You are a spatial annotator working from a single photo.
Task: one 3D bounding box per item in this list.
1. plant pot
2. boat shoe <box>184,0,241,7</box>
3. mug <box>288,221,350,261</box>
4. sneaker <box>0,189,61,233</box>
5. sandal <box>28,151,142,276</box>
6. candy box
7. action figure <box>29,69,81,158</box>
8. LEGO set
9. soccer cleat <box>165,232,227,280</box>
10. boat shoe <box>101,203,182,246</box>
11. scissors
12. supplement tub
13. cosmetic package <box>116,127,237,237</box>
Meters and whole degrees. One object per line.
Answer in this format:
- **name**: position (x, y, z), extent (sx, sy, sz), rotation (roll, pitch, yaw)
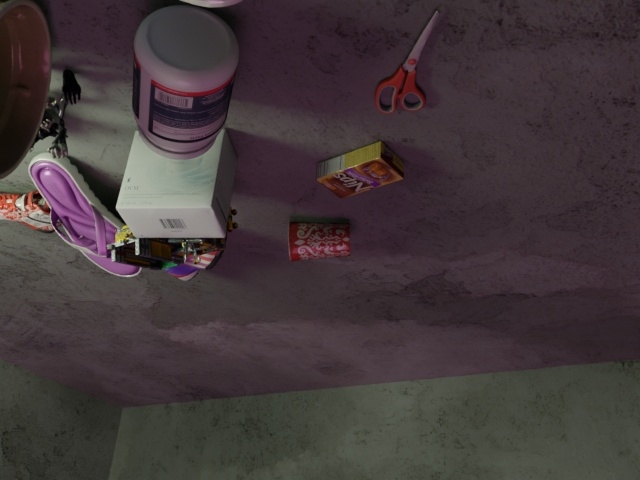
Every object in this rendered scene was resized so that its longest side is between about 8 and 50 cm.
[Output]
- **plant pot**: position (-0.700, -0.307, 1.298), extent (0.306, 0.333, 0.333), rotation (15, 151, -2)
- **boat shoe**: position (-0.208, -0.425, 1.151), extent (0.184, 0.066, 0.063), rotation (14, 153, 2)
- **mug**: position (-0.001, -0.008, 2.029), extent (0.169, 0.150, 0.113), rotation (-2, 115, 3)
- **sneaker**: position (-0.829, -0.103, 1.958), extent (0.270, 0.090, 0.145), rotation (17, 148, -29)
- **sandal**: position (-0.630, -0.039, 1.890), extent (0.169, 0.102, 0.416), rotation (-18, 122, 25)
- **candy box**: position (0.096, -0.167, 1.744), extent (0.187, 0.053, 0.109), rotation (-15, 147, 34)
- **action figure**: position (-0.624, -0.263, 1.581), extent (0.164, 0.140, 0.276), rotation (17, 146, -25)
- **LEGO set**: position (-0.396, -0.054, 1.816), extent (0.331, 0.254, 0.192), rotation (-5, 167, 31)
- **soccer cleat**: position (-0.381, 0.034, 2.133), extent (0.116, 0.108, 0.318), rotation (25, 148, -26)
- **boat shoe**: position (-0.532, -0.038, 2.035), extent (0.303, 0.114, 0.091), rotation (36, 100, -31)
- **scissors**: position (0.168, -0.347, 1.434), extent (0.109, 0.021, 0.297), rotation (5, 153, 3)
- **supplement tub**: position (-0.268, -0.300, 1.404), extent (0.191, 0.191, 0.272), rotation (10, 151, -11)
- **cosmetic package**: position (-0.328, -0.135, 1.682), extent (0.224, 0.224, 0.138), rotation (0, 149, 8)
